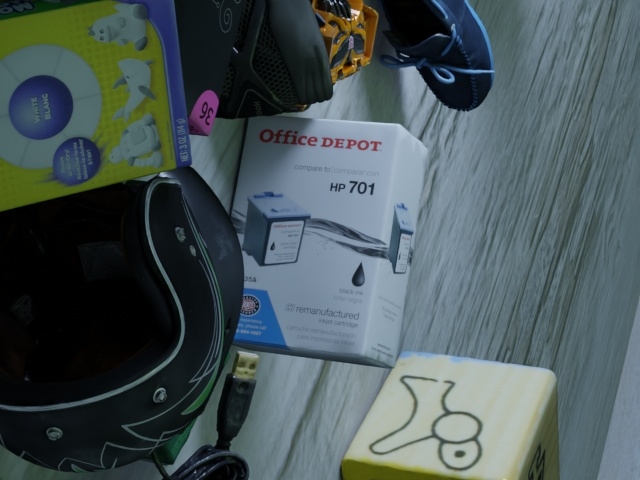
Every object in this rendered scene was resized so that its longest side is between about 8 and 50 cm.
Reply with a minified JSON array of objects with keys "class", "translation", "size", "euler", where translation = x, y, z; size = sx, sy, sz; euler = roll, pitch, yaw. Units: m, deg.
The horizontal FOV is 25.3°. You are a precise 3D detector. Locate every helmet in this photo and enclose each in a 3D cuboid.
[{"class":"helmet","translation":[-0.132,0.050,0.817],"size":[0.169,0.169,0.161],"euler":[-5,90,-68]}]

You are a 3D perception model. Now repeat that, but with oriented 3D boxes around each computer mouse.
[{"class":"computer mouse","translation":[-0.074,0.079,0.993],"size":[0.184,0.060,0.262],"euler":[-5,104,-65]}]

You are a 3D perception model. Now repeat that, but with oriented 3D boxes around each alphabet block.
[{"class":"alphabet block","translation":[0.148,0.259,1.556],"size":[0.197,0.192,0.193],"euler":[-54,143,-50]}]

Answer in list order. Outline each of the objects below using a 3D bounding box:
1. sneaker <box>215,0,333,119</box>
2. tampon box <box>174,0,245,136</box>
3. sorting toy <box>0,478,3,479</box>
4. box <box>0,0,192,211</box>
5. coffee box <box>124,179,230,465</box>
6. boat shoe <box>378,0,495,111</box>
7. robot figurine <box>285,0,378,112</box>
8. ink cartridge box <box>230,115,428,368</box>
[{"class":"sneaker","translation":[-0.083,-0.184,0.986],"size":[0.087,0.130,0.227],"euler":[85,-12,-75]},{"class":"tampon box","translation":[-0.115,-0.162,0.878],"size":[0.120,0.101,0.161],"euler":[44,56,-63]},{"class":"sorting toy","translation":[-0.198,0.267,0.887],"size":[0.208,0.038,0.193],"euler":[54,46,-54]},{"class":"box","translation":[-0.161,-0.072,0.745],"size":[0.179,0.043,0.105],"euler":[-15,117,-21]},{"class":"coffee box","translation":[-0.120,0.059,1.011],"size":[0.184,0.040,0.113],"euler":[75,31,-44]},{"class":"boat shoe","translation":[0.093,-0.219,1.435],"size":[0.258,0.109,0.089],"euler":[55,50,-36]},{"class":"robot figurine","translation":[-0.012,-0.243,1.145],"size":[0.211,0.085,0.291],"euler":[-39,132,-60]},{"class":"ink cartridge box","translation":[0.000,0.000,1.167],"size":[0.082,0.140,0.190],"euler":[26,71,-66]}]
